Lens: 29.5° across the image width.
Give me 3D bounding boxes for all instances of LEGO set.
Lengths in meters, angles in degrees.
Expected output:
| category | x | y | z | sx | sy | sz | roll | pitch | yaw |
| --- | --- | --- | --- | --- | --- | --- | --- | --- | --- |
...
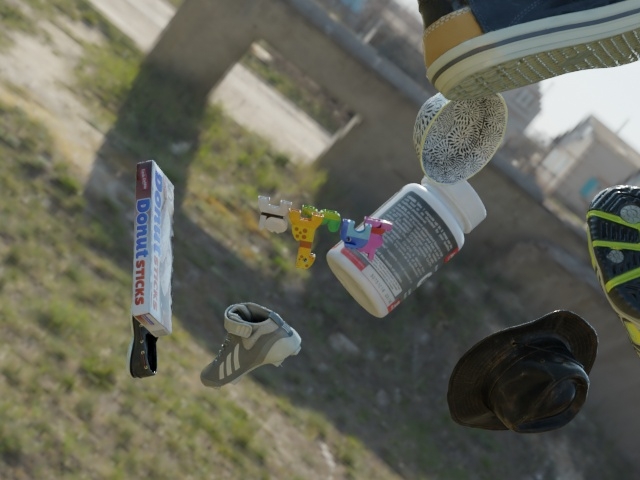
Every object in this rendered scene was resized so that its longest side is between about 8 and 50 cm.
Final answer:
| category | x | y | z | sx | sy | sz | roll | pitch | yaw |
| --- | --- | --- | --- | --- | --- | --- | --- | --- | --- |
| LEGO set | 0.000 | 0.000 | 1.996 | 0.227 | 0.093 | 0.087 | 11 | 12 | -3 |

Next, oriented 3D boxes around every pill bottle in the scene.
| category | x | y | z | sx | sy | sz | roll | pitch | yaw |
| --- | --- | --- | --- | --- | --- | --- | --- | --- | --- |
| pill bottle | 0.165 | -0.003 | 2.284 | 0.161 | 0.283 | 0.161 | 48 | -9 | 11 |

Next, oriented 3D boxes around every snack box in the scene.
| category | x | y | z | sx | sy | sz | roll | pitch | yaw |
| --- | --- | --- | --- | --- | --- | --- | --- | --- | --- |
| snack box | -0.176 | 0.008 | 1.284 | 0.064 | 0.022 | 0.178 | 57 | 26 | -60 |

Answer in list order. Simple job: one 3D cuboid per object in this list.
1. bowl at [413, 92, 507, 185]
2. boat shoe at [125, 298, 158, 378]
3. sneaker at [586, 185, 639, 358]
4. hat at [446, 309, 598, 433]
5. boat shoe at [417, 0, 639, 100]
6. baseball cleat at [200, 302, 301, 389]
| category | x | y | z | sx | sy | sz | roll | pitch | yaw |
| --- | --- | --- | --- | --- | --- | --- | --- | --- | --- |
| bowl | 0.201 | -0.178 | 1.897 | 0.170 | 0.170 | 0.080 | 29 | 9 | -48 |
| boat shoe | -0.248 | 0.131 | 1.732 | 0.049 | 0.042 | 0.133 | 48 | 40 | -63 |
| sneaker | 0.452 | 0.106 | 1.613 | 0.147 | 0.145 | 0.384 | 93 | -23 | -66 |
| hat | 0.418 | 0.297 | 2.356 | 0.331 | 0.331 | 0.134 | 32 | 20 | -41 |
| boat shoe | 0.322 | -0.292 | 1.455 | 0.500 | 0.187 | 0.156 | -16 | 78 | -29 |
| baseball cleat | -0.117 | 0.145 | 1.736 | 0.109 | 0.206 | 0.072 | 52 | 39 | -14 |
